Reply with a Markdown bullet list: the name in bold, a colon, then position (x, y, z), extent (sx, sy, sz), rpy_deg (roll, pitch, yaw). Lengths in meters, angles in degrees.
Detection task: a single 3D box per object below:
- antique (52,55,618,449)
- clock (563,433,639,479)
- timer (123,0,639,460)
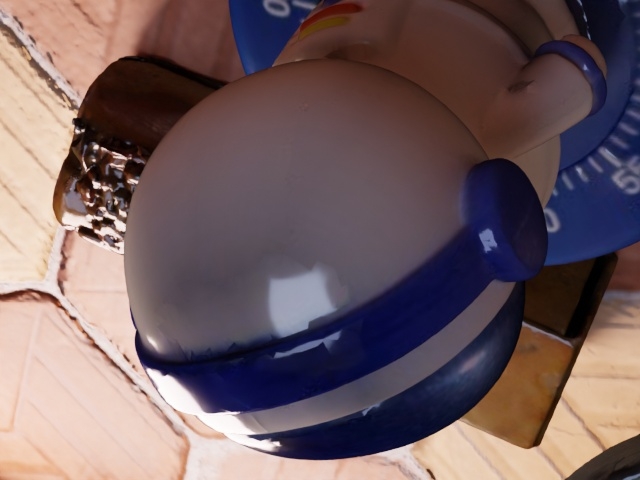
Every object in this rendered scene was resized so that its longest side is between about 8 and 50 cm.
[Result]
- **antique**: position (0.000, 0.000, 0.878), extent (0.310, 0.093, 0.087), rpy_deg (24, 129, 10)
- **clock**: position (0.240, 0.255, 0.862), extent (0.319, 0.066, 0.319), rpy_deg (1, 94, 12)
- **timer**: position (0.044, -0.054, 0.632), extent (0.270, 0.383, 0.270), rpy_deg (13, 127, 18)
